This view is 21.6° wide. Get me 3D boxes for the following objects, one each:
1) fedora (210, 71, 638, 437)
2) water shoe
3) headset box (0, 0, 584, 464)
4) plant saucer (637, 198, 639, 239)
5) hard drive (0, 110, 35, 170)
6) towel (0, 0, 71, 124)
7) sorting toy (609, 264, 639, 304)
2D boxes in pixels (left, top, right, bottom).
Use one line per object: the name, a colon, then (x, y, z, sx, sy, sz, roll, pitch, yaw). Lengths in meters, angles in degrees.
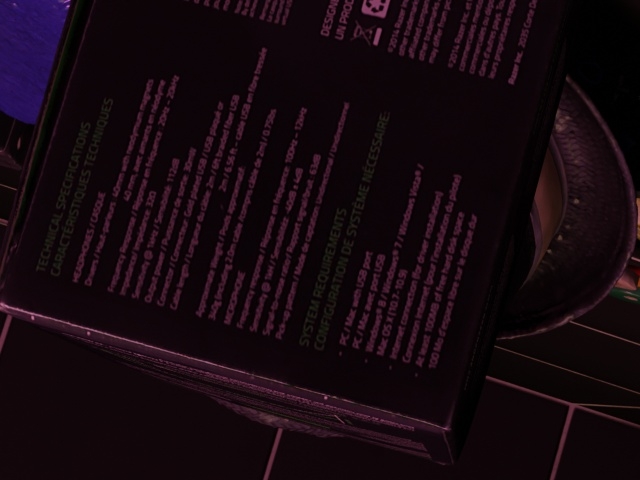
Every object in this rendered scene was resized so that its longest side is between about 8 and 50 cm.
fedora: (0.000, 0.000, 0.864, 0.334, 0.152, 0.334, 15, 150, 9)
water shoe: (0.136, -0.072, 0.872, 0.203, 0.073, 0.080, 12, 168, 31)
headset box: (0.018, -0.059, 0.580, 0.131, 0.246, 0.283, 15, 173, 8)
plant saucer: (0.283, -0.007, 1.111, 0.188, 0.045, 0.188, 10, 170, 41)
hard drive: (-0.309, -0.130, 0.989, 0.237, 0.064, 0.339, 16, 173, 4)
towel: (-0.191, -0.165, 0.691, 0.308, 0.076, 0.227, 38, 163, -25)
sorting toy: (0.168, -0.012, 1.311, 0.132, 0.046, 0.274, 12, 171, 34)
